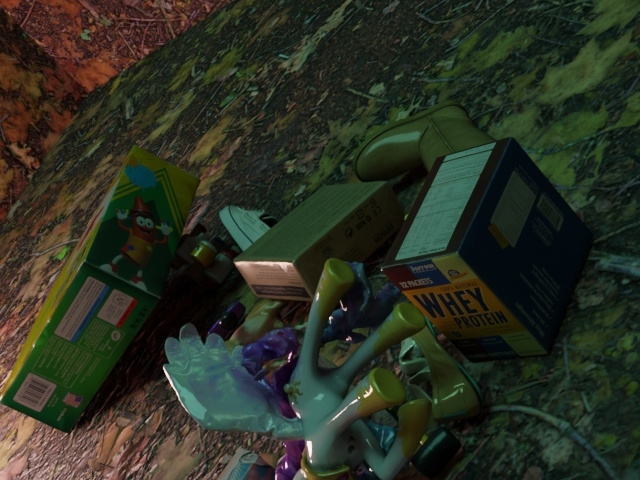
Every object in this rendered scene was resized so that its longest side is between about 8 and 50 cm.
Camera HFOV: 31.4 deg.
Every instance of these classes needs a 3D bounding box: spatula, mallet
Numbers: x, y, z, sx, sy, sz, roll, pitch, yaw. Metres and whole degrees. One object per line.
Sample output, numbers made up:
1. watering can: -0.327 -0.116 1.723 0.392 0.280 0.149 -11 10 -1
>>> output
1. spatula: -0.155 0.136 1.921 0.084 0.030 0.296 -48 1 -7
2. mallet: 0.116 0.254 1.476 0.062 0.039 0.189 -51 21 -8

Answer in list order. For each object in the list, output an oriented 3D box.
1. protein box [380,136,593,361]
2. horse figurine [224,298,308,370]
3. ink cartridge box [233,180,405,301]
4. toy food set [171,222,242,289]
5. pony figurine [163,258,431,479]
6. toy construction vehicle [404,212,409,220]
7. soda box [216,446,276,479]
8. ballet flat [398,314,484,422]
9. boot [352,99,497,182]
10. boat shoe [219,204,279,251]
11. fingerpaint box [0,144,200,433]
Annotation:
1. protein box: 0.221 0.015 1.481 0.136 0.200 0.201 -13 39 48
2. horse figurine: -0.100 0.170 1.890 0.174 0.066 0.263 -9 40 45
3. ink cartridge box: 0.000 0.000 1.916 0.234 0.088 0.193 -41 21 -27
4. toy food set: -0.216 0.021 2.226 0.104 0.111 0.232 -52 11 -17
5. pony figurine: -0.009 0.203 1.440 0.363 0.302 0.351 -60 35 34
6. toy construction vehicle: 0.166 -0.026 1.823 0.086 0.035 0.098 -32 28 26
7. soda box: -0.136 0.387 1.616 0.183 0.058 0.063 -54 26 -17
8. ballet flat: 0.141 0.164 1.505 0.073 0.080 0.232 -24 25 -5
9. boot: 0.179 -0.128 1.880 0.236 0.089 0.269 -33 27 6
10. boat shoe: -0.117 -0.015 2.167 0.088 0.096 0.267 -40 26 0
11. fingerpaint box: -0.427 0.097 2.236 0.445 0.163 0.371 -52 17 35
